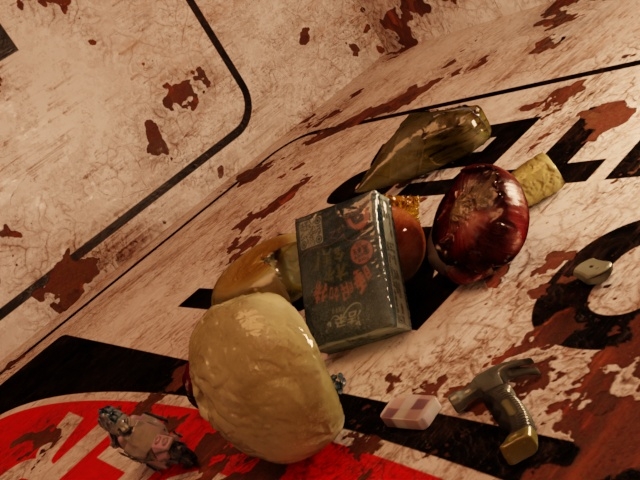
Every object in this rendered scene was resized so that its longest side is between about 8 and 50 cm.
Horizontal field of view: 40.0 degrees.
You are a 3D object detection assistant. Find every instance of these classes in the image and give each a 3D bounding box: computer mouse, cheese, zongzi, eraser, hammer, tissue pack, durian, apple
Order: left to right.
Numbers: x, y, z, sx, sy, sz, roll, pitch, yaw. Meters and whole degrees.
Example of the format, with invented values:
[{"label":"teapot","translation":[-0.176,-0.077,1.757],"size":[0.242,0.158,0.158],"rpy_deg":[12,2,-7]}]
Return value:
[{"label":"tissue pack","translation":[0.062,0.071,1.928],"size":[0.228,0.103,0.315],"rpy_deg":[-20,67,31]},{"label":"durian","translation":[0.133,-0.027,2.238],"size":[0.250,0.137,0.183],"rpy_deg":[-18,-21,41]},{"label":"apple","translation":[0.155,0.011,2.069],"size":[0.188,0.188,0.174],"rpy_deg":[-21,17,29]},{"label":"eraser","translation":[0.161,0.306,1.576],"size":[0.105,0.026,0.065],"rpy_deg":[-9,32,48]},{"label":"zongzi","translation":[0.294,-0.252,2.548],"size":[0.360,0.160,0.323],"rpy_deg":[-42,20,-30]},{"label":"hammer","translation":[0.300,0.274,1.422],"size":[0.159,0.041,0.226],"rpy_deg":[-31,18,7]},{"label":"cheese","translation":[0.475,-0.128,2.063],"size":[0.167,0.093,0.123],"rpy_deg":[-30,21,5]},{"label":"computer mouse","translation":[0.510,0.061,1.640],"size":[0.056,0.032,0.110],"rpy_deg":[-32,9,-2]}]

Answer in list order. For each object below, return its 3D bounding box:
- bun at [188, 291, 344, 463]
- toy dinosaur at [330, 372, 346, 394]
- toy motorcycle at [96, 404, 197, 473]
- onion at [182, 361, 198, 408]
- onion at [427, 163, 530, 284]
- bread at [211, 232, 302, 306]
[{"label":"bun","translation":[-0.121,0.270,1.672],"size":[0.227,0.352,0.349],"rpy_deg":[-28,-21,-21]},{"label":"toy dinosaur","translation":[0.022,0.299,1.802],"size":[0.047,0.030,0.083],"rpy_deg":[-19,22,28]},{"label":"toy motorcycle","translation":[-0.391,0.421,1.883],"size":[0.239,0.204,0.108],"rpy_deg":[-22,38,39]},{"label":"onion","translation":[-0.233,0.311,2.008],"size":[0.173,0.135,0.198],"rpy_deg":[-39,22,-12]},{"label":"onion","translation":[0.358,-0.024,1.910],"size":[0.272,0.195,0.272],"rpy_deg":[-47,33,43]},{"label":"bread","translation":[-0.139,0.115,2.309],"size":[0.333,0.160,0.333],"rpy_deg":[-28,17,10]}]
